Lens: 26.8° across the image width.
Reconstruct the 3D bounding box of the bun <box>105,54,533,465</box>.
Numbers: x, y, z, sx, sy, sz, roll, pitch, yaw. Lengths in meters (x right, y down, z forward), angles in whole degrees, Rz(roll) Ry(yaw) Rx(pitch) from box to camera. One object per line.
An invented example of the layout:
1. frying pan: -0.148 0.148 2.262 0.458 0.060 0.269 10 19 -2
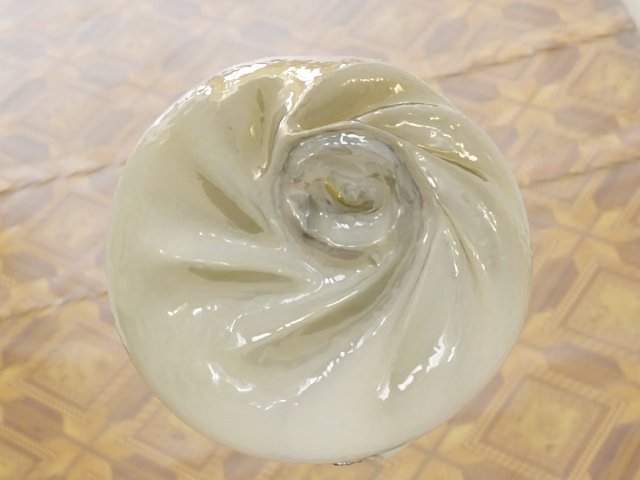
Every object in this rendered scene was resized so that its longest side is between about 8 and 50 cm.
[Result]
1. bun: 0.000 0.000 0.527 0.173 0.120 0.173 1 71 -4
